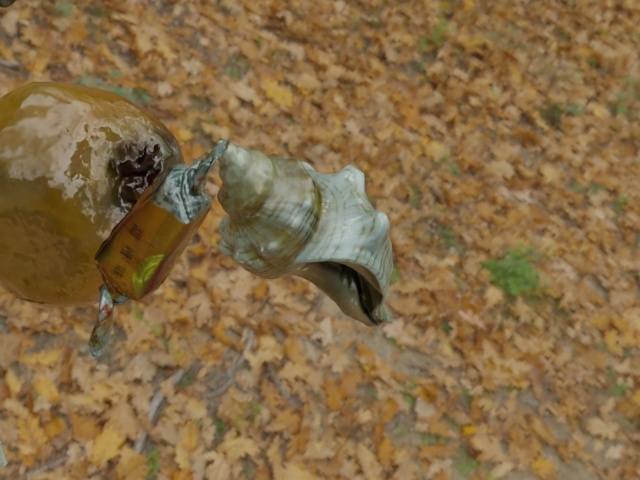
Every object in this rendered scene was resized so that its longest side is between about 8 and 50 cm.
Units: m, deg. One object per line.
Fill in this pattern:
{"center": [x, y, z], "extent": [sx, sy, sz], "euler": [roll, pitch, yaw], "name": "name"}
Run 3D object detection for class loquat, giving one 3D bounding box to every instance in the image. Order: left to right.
{"center": [-0.208, -0.038, 0.819], "extent": [0.187, 0.234, 0.176], "euler": [38, 47, -33], "name": "loquat"}

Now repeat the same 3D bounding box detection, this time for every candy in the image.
{"center": [-0.108, -0.001, 0.611], "extent": [0.046, 0.182, 0.053], "euler": [37, 28, 0], "name": "candy"}

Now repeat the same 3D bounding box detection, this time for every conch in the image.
{"center": [0.004, -0.013, 1.191], "extent": [0.203, 0.169, 0.386], "euler": [12, -11, 47], "name": "conch"}

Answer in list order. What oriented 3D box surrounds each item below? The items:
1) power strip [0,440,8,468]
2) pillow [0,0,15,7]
{"center": [-0.384, 0.189, 1.076], "extent": [0.035, 0.081, 0.192], "euler": [-18, 19, -22], "name": "power strip"}
{"center": [-0.118, -0.229, 0.489], "extent": [0.250, 0.106, 0.186], "euler": [-44, 118, -57], "name": "pillow"}
